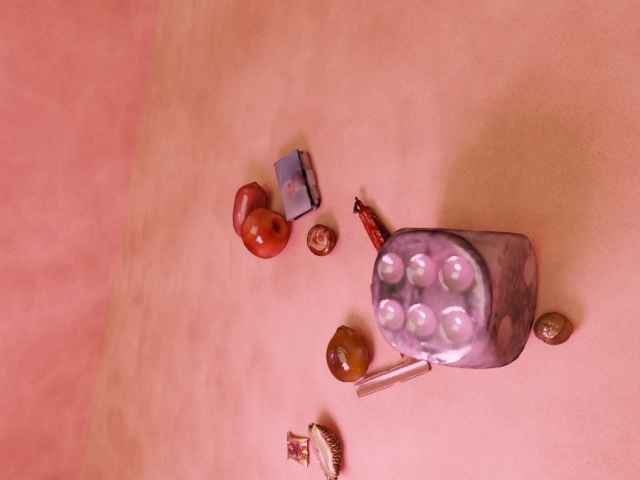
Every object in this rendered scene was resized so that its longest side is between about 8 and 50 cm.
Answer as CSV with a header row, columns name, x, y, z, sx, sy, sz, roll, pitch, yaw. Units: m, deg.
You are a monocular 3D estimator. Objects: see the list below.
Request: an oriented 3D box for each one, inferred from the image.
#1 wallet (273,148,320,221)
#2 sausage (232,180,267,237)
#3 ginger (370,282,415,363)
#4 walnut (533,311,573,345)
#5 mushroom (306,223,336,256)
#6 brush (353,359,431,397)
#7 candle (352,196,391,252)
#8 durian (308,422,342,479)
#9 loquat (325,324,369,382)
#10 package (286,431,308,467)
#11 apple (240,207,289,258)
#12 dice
name,x,y,z,sx,sy,sz,roll,pitch,yaw
wallet,-0.096,-0.214,1.737,0.176,0.075,0.250,-23,75,42
sausage,-0.299,-0.123,1.867,0.148,0.148,0.254,21,102,39
ginger,0.249,0.249,1.433,0.118,0.065,0.299,-27,70,27
walnut,0.593,0.225,1.131,0.092,0.092,0.092,-1,88,41
mushroom,0.000,0.000,1.641,0.127,0.087,0.127,-6,81,40
brush,0.234,0.449,1.460,0.282,0.048,0.054,-32,71,28
candle,0.192,-0.032,1.497,0.084,0.059,0.302,-37,68,21
durian,0.028,0.757,1.600,0.137,0.095,0.221,121,132,-68
loquat,0.091,0.389,1.519,0.152,0.152,0.195,-16,87,39
package,-0.090,0.818,1.736,0.120,0.031,0.108,-3,88,40
apple,-0.213,-0.032,1.749,0.162,0.201,0.201,-29,70,48
dice,0.352,0.133,1.167,0.328,0.348,0.330,4,91,42
